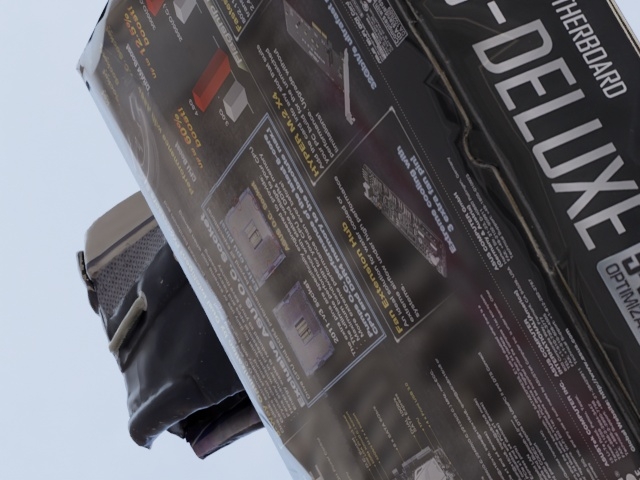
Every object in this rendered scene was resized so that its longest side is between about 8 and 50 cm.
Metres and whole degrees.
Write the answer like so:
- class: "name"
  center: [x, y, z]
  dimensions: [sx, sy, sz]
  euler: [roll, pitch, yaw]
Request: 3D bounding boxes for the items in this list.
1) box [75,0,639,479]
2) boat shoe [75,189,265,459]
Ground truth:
- class: "box"
  center: [0.036, 0.004, 0.685]
  dimensions: [0.307, 0.076, 0.242]
  euler: [61, -27, 11]
- class: "boat shoe"
  center: [0.000, 0.000, 1.132]
  dimensions: [0.340, 0.127, 0.158]
  euler: [-37, -125, 34]
